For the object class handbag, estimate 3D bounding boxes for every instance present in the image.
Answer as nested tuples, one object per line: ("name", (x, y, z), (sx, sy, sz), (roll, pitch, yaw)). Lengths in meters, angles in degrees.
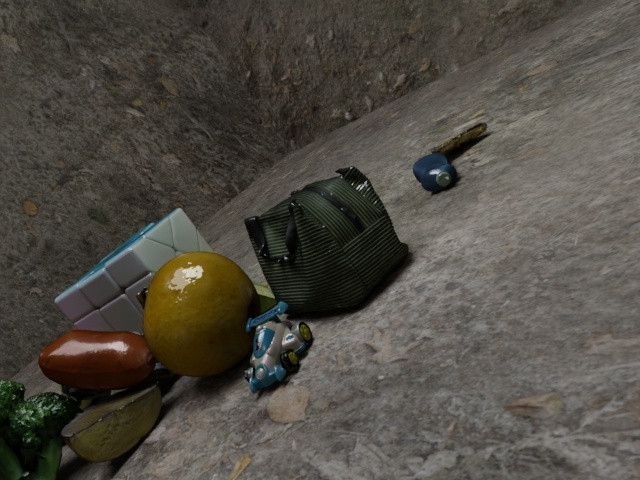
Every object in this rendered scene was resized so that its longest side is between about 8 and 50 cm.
("handbag", (0.000, 0.000, 1.343), (0.247, 0.240, 0.341), (-38, 12, -31))

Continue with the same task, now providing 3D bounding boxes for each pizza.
("pizza", (0.366, -0.266, 1.720), (0.185, 0.036, 0.176), (-27, 4, 39))

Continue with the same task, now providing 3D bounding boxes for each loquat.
("loquat", (-0.266, 0.156, 1.364), (0.275, 0.275, 0.275), (-33, 14, 9))

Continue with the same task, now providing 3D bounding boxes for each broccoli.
("broccoli", (-0.720, 0.475, 1.336), (0.321, 0.310, 0.413), (-24, -1, 39))

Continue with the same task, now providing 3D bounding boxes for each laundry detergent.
("laundry detergent", (0.292, -0.171, 1.585), (0.097, 0.061, 0.206), (-22, 16, 5))

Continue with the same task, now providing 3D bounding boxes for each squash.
("squash", (-0.213, 0.150, 1.615), (0.192, 0.184, 0.085), (-160, 84, -76))

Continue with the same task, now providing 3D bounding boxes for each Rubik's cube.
("Rubik's cube", (-0.474, 0.151, 1.777), (0.316, 0.319, 0.322), (-30, 14, 24))

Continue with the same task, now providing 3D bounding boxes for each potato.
("potato", (-0.443, 0.390, 1.312), (0.138, 0.098, 0.243), (-14, 7, 38))

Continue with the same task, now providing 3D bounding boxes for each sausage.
("sausage", (-0.489, 0.267, 1.384), (0.258, 0.133, 0.133), (2, 20, 4))

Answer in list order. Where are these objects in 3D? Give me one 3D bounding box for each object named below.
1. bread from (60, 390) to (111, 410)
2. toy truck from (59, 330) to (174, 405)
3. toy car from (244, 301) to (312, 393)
("bread", (-0.619, 0.424, 1.645), (0.286, 0.056, 0.207), (-40, 34, 27))
("toy truck", (-0.482, 0.310, 1.530), (0.272, 0.124, 0.157), (-13, -29, -10))
("toy car", (-0.101, 0.202, 1.188), (0.126, 0.098, 0.161), (-30, 13, 26))
